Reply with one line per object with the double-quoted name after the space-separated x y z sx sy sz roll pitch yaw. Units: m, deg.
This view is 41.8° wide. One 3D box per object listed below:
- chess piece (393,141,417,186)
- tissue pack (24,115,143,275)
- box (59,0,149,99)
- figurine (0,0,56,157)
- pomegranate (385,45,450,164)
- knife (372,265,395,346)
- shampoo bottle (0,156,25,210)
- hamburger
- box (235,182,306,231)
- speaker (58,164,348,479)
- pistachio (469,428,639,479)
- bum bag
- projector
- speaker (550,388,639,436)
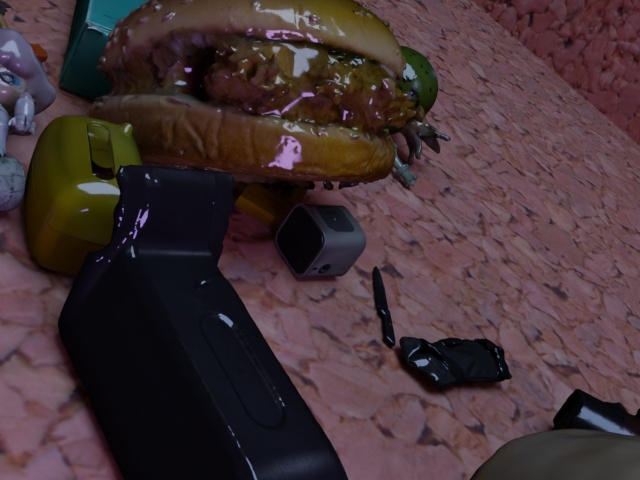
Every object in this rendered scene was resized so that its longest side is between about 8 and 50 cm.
0.143 -0.134 1.527 0.042 0.042 0.093 -14 63 -52 "chess piece"
-0.259 -0.057 0.935 0.123 0.127 0.178 12 37 -30 "tissue pack"
-0.271 -0.314 1.280 0.205 0.118 0.311 18 35 -24 "box"
-0.387 -0.179 0.999 0.137 0.112 0.229 13 50 -21 "figurine"
0.150 -0.254 1.582 0.181 0.181 0.224 -21 80 -55 "pomegranate"
0.088 0.089 1.194 0.023 0.010 0.170 29 29 -23 "knife"
-0.409 -0.062 0.851 0.204 0.065 0.065 -2 48 -46 "shampoo bottle"
-0.041 -0.198 1.078 0.445 0.268 0.287 4 2 -32 "hamburger"
-0.068 -0.073 1.247 0.087 0.023 0.155 30 32 -5 "box"
-0.095 0.130 0.786 0.180 0.184 0.388 -2 48 -47 "speaker"
0.318 0.346 0.804 0.445 0.281 0.365 14 41 -26 "pistachio"
0.194 0.162 1.160 0.198 0.049 0.087 5 37 -40 "bum bag"
0.000 0.000 1.154 0.082 0.083 0.083 1 45 -44 "projector"
0.448 0.363 1.099 0.329 0.198 0.259 24 70 8 "speaker"
